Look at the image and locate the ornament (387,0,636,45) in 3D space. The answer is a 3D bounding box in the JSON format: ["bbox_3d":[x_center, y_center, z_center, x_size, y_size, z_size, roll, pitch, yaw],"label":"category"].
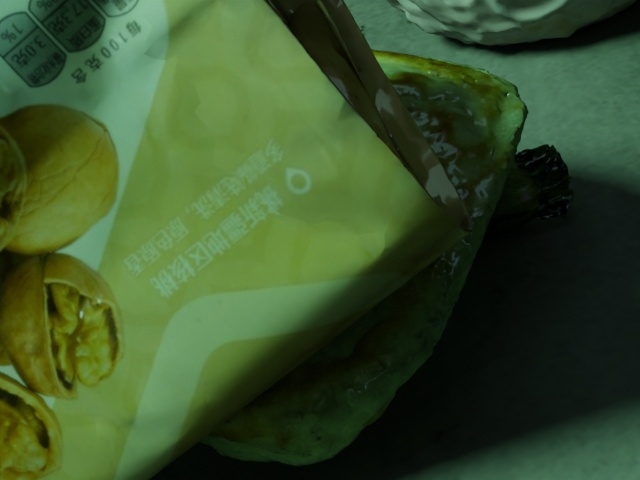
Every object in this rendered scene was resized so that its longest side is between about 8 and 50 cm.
[{"bbox_3d":[0.130,-0.263,0.995,0.259,0.225,0.259,-15,30,9],"label":"ornament"}]

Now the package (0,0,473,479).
[{"bbox_3d":[-0.113,-0.011,0.690,0.311,0.221,0.165,-39,7,16],"label":"package"}]

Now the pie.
[{"bbox_3d":[0.000,0.000,0.749,0.201,0.090,0.248,7,57,34],"label":"pie"}]

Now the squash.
[{"bbox_3d":[0.050,-0.024,0.831,0.183,0.052,0.052,-3,34,25],"label":"squash"}]
